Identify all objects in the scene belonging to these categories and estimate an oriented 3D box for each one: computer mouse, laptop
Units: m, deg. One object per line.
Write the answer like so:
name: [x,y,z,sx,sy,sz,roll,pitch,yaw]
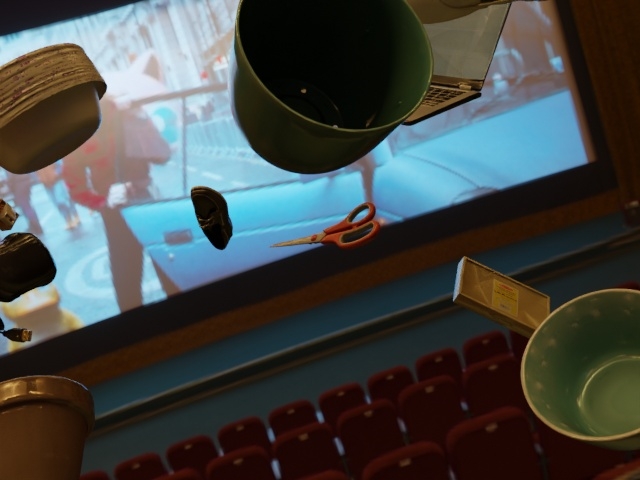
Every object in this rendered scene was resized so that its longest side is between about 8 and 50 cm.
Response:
computer mouse: [-0.501,0.089,1.197,0.262,0.184,0.060,-10,22,34]
laptop: [0.174,-0.448,1.723,0.382,0.236,0.408,18,34,40]

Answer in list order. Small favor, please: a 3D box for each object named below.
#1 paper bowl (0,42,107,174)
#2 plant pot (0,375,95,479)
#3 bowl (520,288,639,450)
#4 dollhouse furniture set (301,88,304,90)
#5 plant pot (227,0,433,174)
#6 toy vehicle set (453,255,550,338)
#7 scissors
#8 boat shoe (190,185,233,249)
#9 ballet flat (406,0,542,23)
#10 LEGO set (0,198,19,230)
paper bowl: [-0.526,-0.230,1.412,0.284,0.148,0.284,-34,4,2]
plant pot: [-0.577,0.437,1.522,0.263,0.263,0.229,-14,50,-12]
bowl: [0.551,0.260,1.405,0.312,0.163,0.311,-26,39,23]
dollhouse furniture set: [0.030,-0.373,2.029,0.302,0.151,0.197,-7,-38,-53]
plant pot: [-0.009,-0.237,1.161,0.293,0.293,0.235,-21,-14,-25]
toy vehicle set: [0.487,0.158,2.025,0.166,0.267,0.035,-66,3,-52]
scissors: [0.000,0.000,1.623,0.297,0.021,0.109,-21,46,28]
boat shoe: [-0.250,-0.050,1.754,0.075,0.064,0.206,-3,-32,10]
ballet flat: [0.324,-0.509,1.461,0.401,0.139,0.139,-12,4,-17]
LEGO set: [-0.618,-0.080,1.213,0.107,0.132,0.287,-27,-13,6]
